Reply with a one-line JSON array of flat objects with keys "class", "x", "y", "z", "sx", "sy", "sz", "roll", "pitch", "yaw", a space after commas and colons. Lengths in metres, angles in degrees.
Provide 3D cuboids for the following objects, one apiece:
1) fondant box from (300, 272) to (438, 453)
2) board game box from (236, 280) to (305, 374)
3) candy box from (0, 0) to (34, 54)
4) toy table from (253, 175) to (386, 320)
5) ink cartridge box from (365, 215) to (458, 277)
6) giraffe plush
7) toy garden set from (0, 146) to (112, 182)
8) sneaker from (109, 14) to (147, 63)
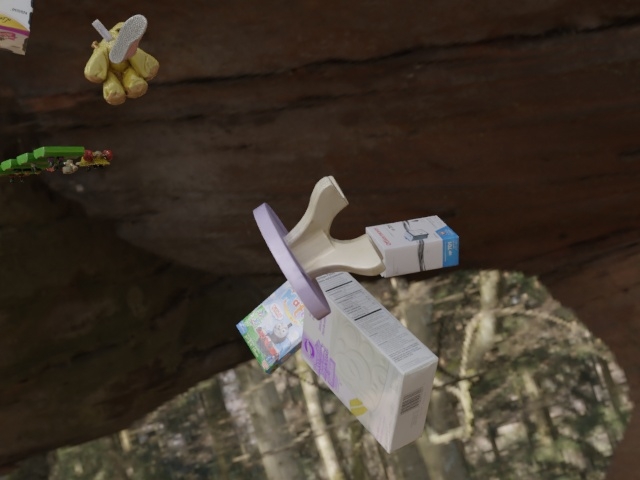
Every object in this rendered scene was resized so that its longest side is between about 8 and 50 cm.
[{"class": "fondant box", "x": 0.091, "y": 0.244, "z": 1.870, "sx": 0.096, "sy": 0.330, "sz": 0.238, "roll": -20, "pitch": -46, "yaw": -28}, {"class": "board game box", "x": -0.095, "y": 0.212, "z": 2.287, "sx": 0.211, "sy": 0.160, "sz": 0.039, "roll": -41, "pitch": -31, "yaw": 8}, {"class": "candy box", "x": -0.578, "y": -0.450, "z": 1.560, "sx": 0.159, "sy": 0.233, "sz": 0.071, "roll": 9, "pitch": -29, "yaw": -22}, {"class": "toy table", "x": 0.000, "y": 0.000, "z": 1.644, "sx": 0.161, "sy": 0.274, "sz": 0.252, "roll": -33, "pitch": -31, "yaw": 4}, {"class": "ink cartridge box", "x": 0.218, "y": 0.014, "z": 2.156, "sx": 0.191, "sy": 0.082, "sz": 0.139, "roll": -8, "pitch": 26, "yaw": -15}, {"class": "giraffe plush", "x": -0.534, "y": -0.458, "z": 2.304, "sx": 0.181, "sy": 0.210, "sz": 0.170, "roll": -27, "pitch": 14, "yaw": -19}, {"class": "toy garden set", "x": -0.635, "y": -0.173, "z": 2.130, "sx": 0.244, "sy": 0.049, "sz": 0.204, "roll": -11, "pitch": -3, "yaw": 40}, {"class": "sneaker", "x": -0.458, "y": -0.488, "z": 2.167, "sx": 0.134, "sy": 0.051, "sz": 0.070, "roll": -52, "pitch": 4, "yaw": 16}]
